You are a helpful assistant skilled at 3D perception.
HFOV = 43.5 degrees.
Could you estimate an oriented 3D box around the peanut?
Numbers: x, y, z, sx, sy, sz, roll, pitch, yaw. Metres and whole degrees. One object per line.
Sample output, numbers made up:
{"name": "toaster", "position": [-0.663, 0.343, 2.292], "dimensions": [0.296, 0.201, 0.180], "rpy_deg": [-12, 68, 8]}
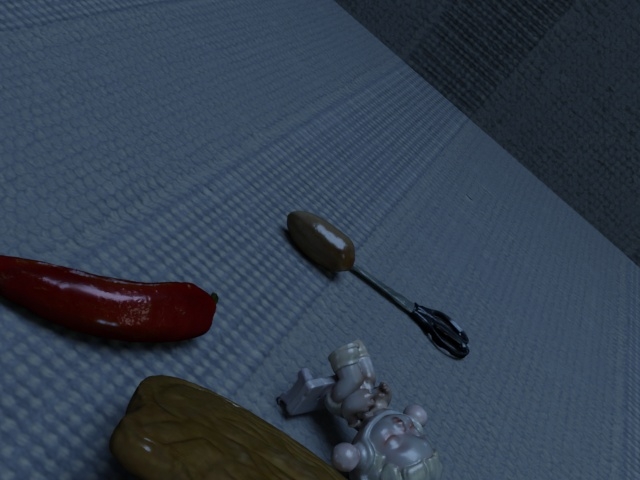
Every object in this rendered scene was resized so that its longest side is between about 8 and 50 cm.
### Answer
{"name": "peanut", "position": [0.000, 0.000, 1.467], "dimensions": [0.152, 0.076, 0.076], "rpy_deg": [39, 29, 6]}

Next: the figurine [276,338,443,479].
{"name": "figurine", "position": [0.070, 0.280, 1.124], "dimensions": [0.257, 0.144, 0.182], "rpy_deg": [54, 11, 26]}

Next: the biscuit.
{"name": "biscuit", "position": [-0.049, 0.271, 0.888], "dimensions": [0.385, 0.062, 0.365], "rpy_deg": [33, 1, 2]}

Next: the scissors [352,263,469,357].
{"name": "scissors", "position": [0.167, 0.125, 1.545], "dimensions": [0.300, 0.022, 0.109], "rpy_deg": [34, 26, -8]}

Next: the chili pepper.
{"name": "chili pepper", "position": [-0.264, 0.072, 1.056], "dimensions": [0.368, 0.092, 0.137], "rpy_deg": [18, 25, -39]}
